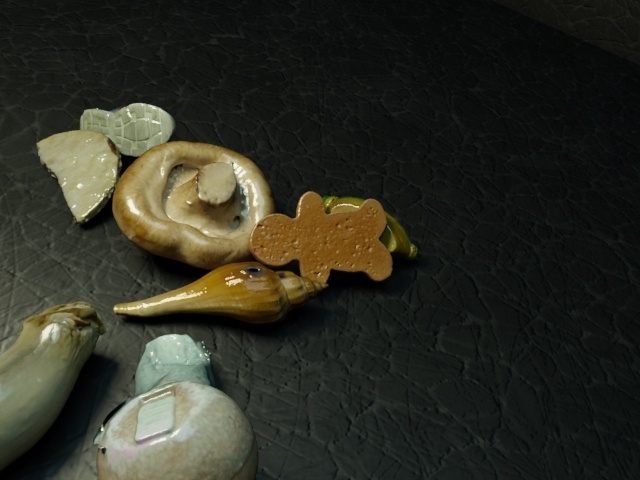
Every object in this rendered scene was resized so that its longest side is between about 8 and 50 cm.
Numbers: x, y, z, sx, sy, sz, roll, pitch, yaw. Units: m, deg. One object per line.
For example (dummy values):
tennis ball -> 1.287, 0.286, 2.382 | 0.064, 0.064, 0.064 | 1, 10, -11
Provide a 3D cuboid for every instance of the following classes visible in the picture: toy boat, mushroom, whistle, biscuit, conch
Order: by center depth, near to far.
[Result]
mushroom -> -0.428, 0.210, 0.726 | 0.397, 0.126, 0.177 | -30, 48, -32
whistle -> -0.174, 0.235, 0.761 | 0.189, 0.189, 0.348 | -1, 22, -14
conch -> -0.149, 0.079, 0.951 | 0.331, 0.093, 0.109 | 0, 44, -13
biscuit -> 0.000, 0.000, 1.036 | 0.250, 0.036, 0.165 | -3, 81, -19
mushroom -> -0.207, -0.058, 1.047 | 0.278, 0.146, 0.278 | 14, 52, -19
biscuit -> -0.434, -0.138, 1.129 | 0.133, 0.032, 0.250 | -35, 56, -10
toy boat -> 0.084, -0.026, 1.140 | 0.230, 0.088, 0.088 | 33, 9, 20

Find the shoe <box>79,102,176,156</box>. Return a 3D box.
shoe -> -0.360, -0.217, 1.208 | 0.228, 0.099, 0.125 | 6, 10, 26
